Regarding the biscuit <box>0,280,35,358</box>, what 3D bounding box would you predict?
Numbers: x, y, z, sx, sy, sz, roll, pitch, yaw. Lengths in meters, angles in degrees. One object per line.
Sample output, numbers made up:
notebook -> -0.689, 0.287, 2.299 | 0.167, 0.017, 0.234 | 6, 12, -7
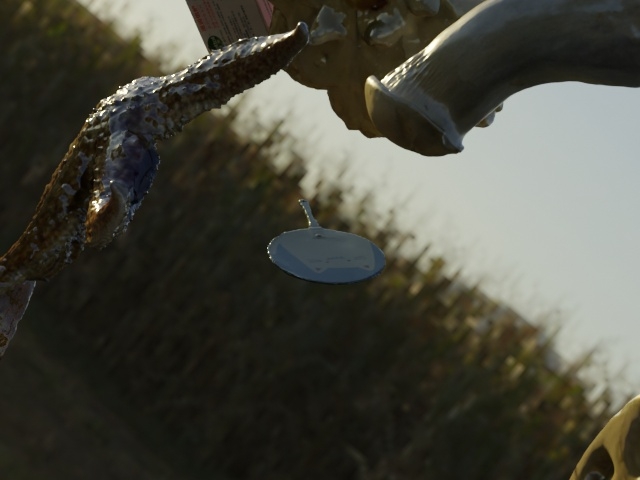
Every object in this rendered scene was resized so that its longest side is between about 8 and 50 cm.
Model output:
biscuit -> -0.432, 0.213, 1.923 | 0.064, 0.283, 0.432 | 28, -42, -15

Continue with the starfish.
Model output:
starfish -> -0.095, -0.050, 0.926 | 0.057, 0.238, 0.213 | 41, 25, -14

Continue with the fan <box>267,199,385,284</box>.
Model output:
fan -> 0.000, 0.000, 1.781 | 0.113, 0.005, 0.175 | -1, 28, -13

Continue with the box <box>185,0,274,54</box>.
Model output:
box -> -0.084, -0.238, 1.749 | 0.089, 0.043, 0.125 | -8, -69, 42

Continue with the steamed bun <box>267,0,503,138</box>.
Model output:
steamed bun -> 0.058, -0.239, 1.599 | 0.292, 0.295, 0.137 | 32, 13, 24

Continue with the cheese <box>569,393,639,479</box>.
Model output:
cheese -> 0.273, 0.218, 1.390 | 0.117, 0.218, 0.235 | 22, -23, -20

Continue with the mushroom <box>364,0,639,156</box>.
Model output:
mushroom -> 0.135, -0.120, 1.159 | 0.081, 0.223, 0.092 | -107, 178, -59
